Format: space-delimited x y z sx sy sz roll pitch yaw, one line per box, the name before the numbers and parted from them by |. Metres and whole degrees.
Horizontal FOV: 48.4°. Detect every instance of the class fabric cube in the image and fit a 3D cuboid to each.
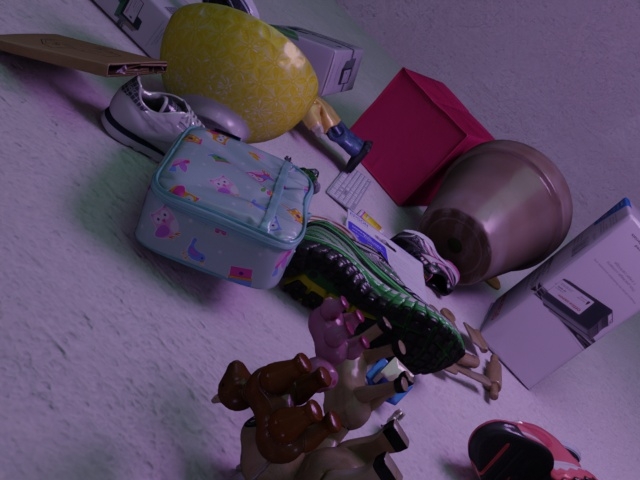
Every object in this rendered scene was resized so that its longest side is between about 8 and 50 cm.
fabric cube | 0.262 -0.263 1.873 0.259 0.254 0.258 52 26 18

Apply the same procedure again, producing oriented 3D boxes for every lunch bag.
lunch bag | -0.119 -0.055 1.002 0.224 0.107 0.279 21 27 -6

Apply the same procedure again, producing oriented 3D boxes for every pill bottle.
pill bottle | 0.100 -0.022 1.456 0.083 0.043 0.043 43 23 -2

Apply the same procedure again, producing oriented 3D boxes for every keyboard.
keyboard | 0.068 -0.123 1.618 0.072 0.014 0.256 42 23 -4

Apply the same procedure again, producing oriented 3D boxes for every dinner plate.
dinner plate | 0.000 0.000 1.243 0.141 0.017 0.141 12 33 -8

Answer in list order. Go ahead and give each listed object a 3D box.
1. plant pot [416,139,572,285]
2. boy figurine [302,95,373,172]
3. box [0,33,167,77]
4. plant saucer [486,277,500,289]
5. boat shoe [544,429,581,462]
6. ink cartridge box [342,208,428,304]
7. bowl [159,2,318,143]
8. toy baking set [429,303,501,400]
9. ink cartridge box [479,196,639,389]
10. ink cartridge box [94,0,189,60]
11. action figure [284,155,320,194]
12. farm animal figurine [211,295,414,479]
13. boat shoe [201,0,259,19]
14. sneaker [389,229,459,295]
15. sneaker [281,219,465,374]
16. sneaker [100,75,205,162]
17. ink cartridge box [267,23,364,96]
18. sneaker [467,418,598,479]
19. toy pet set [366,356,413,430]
plant pot | 0.369 -0.039 1.635 0.323 0.323 0.280 48 46 10
boy figurine | -0.009 -0.280 1.650 0.285 0.092 0.177 37 21 -8
box | -0.354 -0.274 1.049 0.201 0.021 0.164 17 19 13
plant saucer | 0.441 0.093 1.859 0.084 0.013 0.083 35 25 -19
boat shoe | 0.420 0.384 1.293 0.142 0.049 0.040 32 44 -23
ink cartridge box | 0.117 0.055 1.349 0.206 0.045 0.208 36 26 -16
bowl | -0.164 -0.249 1.228 0.290 0.290 0.156 33 68 -24
toy baking set | 0.268 0.217 1.351 0.197 0.030 0.256 38 23 -5
ink cartridge box | 0.559 0.108 1.544 0.166 0.395 0.285 49 23 6
ink cartridge box | -0.329 -0.451 1.426 0.219 0.092 0.160 45 23 2
action figure | -0.049 -0.112 1.354 0.137 0.063 0.232 41 19 5
farm animal figurine | 0.009 0.232 0.740 0.326 0.172 0.330 63 19 13
boat shoe | -0.173 -0.364 1.395 0.102 0.108 0.301 -55 138 -56
sneaker | 0.223 0.049 1.511 0.178 0.072 0.077 35 34 -6
sneaker | 0.098 0.083 1.129 0.344 0.134 0.146 39 35 -11
sneaker | -0.220 -0.167 1.118 0.235 0.095 0.090 25 28 -41
ink cartridge box | -0.032 -0.465 1.823 0.211 0.121 0.289 22 20 10
sneaker | 0.314 0.343 1.136 0.314 0.116 0.136 35 13 -36
toy pet set | 0.070 0.215 1.012 0.122 0.065 0.114 45 57 10
